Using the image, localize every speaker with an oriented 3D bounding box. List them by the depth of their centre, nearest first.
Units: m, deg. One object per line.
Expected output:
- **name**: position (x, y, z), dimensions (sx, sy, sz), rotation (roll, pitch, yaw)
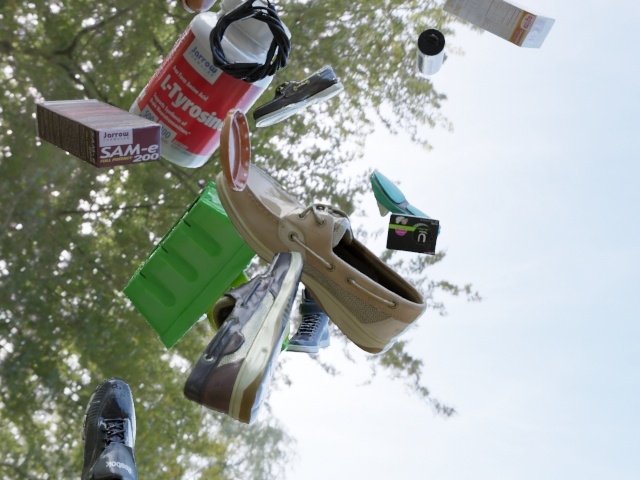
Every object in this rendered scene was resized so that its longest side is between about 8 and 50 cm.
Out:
- **speaker**: position (0.220, -0.376, 1.187), dimensions (0.055, 0.136, 0.055), rotation (0, -90, 8)

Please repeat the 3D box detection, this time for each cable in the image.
- **cable**: position (-0.145, -0.396, 1.198), dimensions (0.184, 0.047, 0.150), rotation (-20, -67, 31)

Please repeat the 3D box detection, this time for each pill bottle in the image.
- **pill bottle**: position (-0.263, -0.393, 1.434), dimensions (0.229, 0.229, 0.407), rotation (40, -68, -9)

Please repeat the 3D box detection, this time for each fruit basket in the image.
- **fruit basket**: position (-0.213, 0.102, 1.372), dimensions (0.392, 0.283, 0.392), rotation (-1, -70, -2)

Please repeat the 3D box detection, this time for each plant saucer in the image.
- **plant saucer**: position (-0.087, -0.091, 0.598), dimensions (0.013, 0.083, 0.083), rotation (1, -59, 8)

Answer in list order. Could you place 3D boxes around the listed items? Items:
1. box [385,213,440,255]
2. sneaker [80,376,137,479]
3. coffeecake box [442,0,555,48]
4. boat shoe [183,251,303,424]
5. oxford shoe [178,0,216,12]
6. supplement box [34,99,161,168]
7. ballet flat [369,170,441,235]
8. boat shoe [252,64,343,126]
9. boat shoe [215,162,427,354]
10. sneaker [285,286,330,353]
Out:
- **box**: position (0.155, -0.011, 1.005), dimensions (0.083, 0.052, 0.062), rotation (7, -86, 6)
- **sneaker**: position (-0.293, 0.306, 0.829), dimensions (0.078, 0.234, 0.106), rotation (19, -31, -31)
- **coffeecake box**: position (0.369, -0.466, 1.220), dimensions (0.185, 0.142, 0.068), rotation (36, -59, 22)
- **boat shoe**: position (-0.067, 0.073, 0.563), dimensions (0.073, 0.223, 0.080), rotation (16, -57, -1)
- **oxford shoe**: position (-0.076, -0.331, 0.648), dimensions (0.076, 0.076, 0.212), rotation (41, -84, 9)
- **supplement box**: position (-0.422, -0.207, 1.115), dimensions (0.239, 0.130, 0.073), rotation (25, -62, 37)
- **ballet flat**: position (0.203, -0.077, 1.556), dimensions (0.247, 0.083, 0.087), rotation (44, -59, 14)
- **boat shoe**: position (-0.058, -0.318, 1.297), dimensions (0.068, 0.228, 0.081), rotation (62, -24, -4)
- **boat shoe**: position (0.000, 0.000, 0.721), dimensions (0.302, 0.109, 0.098), rotation (46, -60, 9)
- **sneaker**: position (-0.030, 0.193, 1.462), dimensions (0.086, 0.226, 0.163), rotation (1, -91, 15)
